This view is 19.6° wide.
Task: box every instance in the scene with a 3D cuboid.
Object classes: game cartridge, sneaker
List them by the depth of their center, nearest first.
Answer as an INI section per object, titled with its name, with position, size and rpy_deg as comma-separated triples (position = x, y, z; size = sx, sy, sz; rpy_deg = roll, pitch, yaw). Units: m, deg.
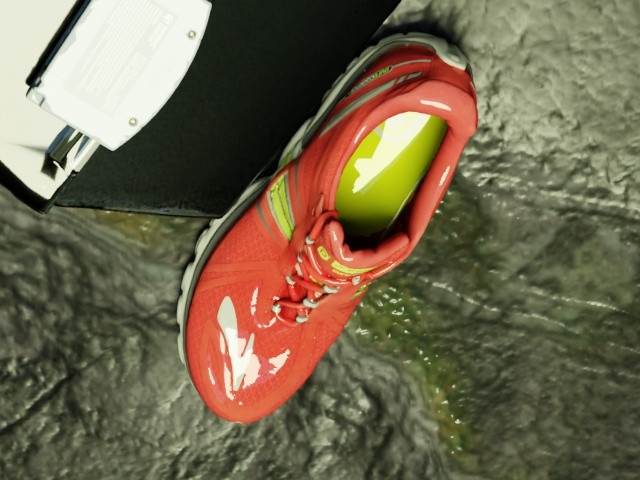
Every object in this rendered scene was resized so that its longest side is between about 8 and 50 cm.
[game cartridge]
position = -0.089, -0.085, 0.838
size = 0.056, 0.017, 0.083
rpy_deg = 32, 102, -17
[sneaker]
position = 0.000, 0.000, 1.111
size = 0.107, 0.118, 0.279
rpy_deg = 27, 107, -16

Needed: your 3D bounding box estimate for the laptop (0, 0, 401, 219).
[laptop]
position = -0.075, -0.225, 0.923
size = 0.408, 0.236, 0.382
rpy_deg = 36, 100, -21
